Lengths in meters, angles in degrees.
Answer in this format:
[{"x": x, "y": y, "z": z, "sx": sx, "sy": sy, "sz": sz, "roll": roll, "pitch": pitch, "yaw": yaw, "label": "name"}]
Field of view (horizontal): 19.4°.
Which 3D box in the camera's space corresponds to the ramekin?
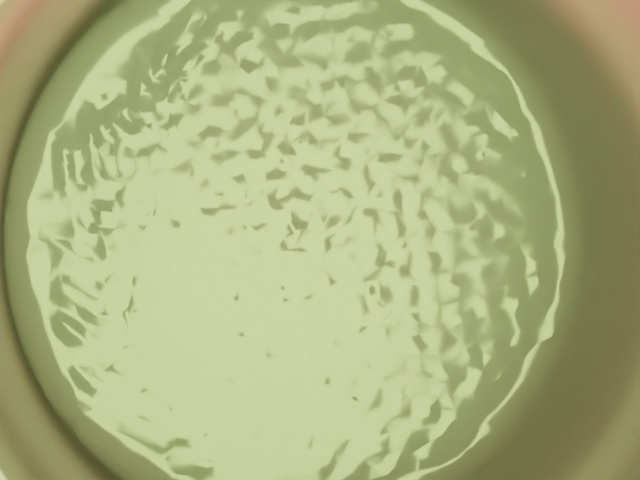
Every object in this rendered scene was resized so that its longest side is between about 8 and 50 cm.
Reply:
[{"x": 0.000, "y": 0.000, "z": 0.653, "sx": 0.277, "sy": 0.135, "sz": 0.277, "roll": 0, "pitch": 89, "yaw": -10, "label": "ramekin"}]
